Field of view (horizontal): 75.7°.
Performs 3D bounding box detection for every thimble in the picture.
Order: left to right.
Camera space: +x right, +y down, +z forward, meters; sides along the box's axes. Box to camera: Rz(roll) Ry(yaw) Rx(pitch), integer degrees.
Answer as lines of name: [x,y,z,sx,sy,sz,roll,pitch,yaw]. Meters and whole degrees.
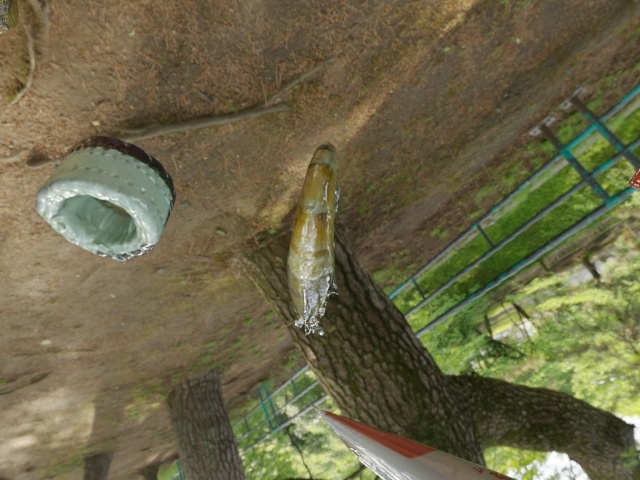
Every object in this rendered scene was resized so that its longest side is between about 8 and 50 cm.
thimble: [-0.415,-0.080,0.805,0.237,0.150,0.237,4,138,3]

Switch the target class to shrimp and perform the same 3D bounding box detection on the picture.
shrimp: [0.000,0.000,0.419,0.051,0.150,0.217,8,132,3]

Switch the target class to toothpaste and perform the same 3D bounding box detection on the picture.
toothpaste: [0.095,0.175,0.279,0.057,0.234,0.089,-54,132,-30]

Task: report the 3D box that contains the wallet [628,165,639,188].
wallet: [0.412,-0.070,0.453,0.196,0.103,0.020,12,107,-60]

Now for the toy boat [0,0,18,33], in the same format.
toy boat: [-0.457,-0.375,0.426,0.089,0.121,0.321,-10,138,11]
